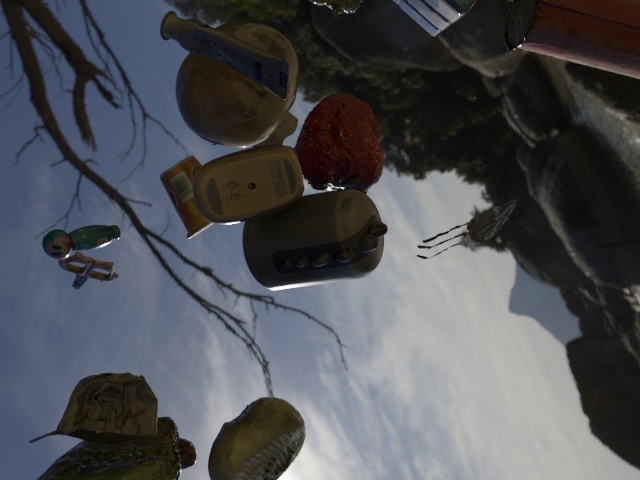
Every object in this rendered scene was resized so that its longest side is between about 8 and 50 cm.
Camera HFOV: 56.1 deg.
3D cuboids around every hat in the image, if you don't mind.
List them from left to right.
[{"bbox_3d":[-0.464,0.343,1.223,0.214,0.244,0.149,24,-115,-49],"label":"hat"}]

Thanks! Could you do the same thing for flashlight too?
[{"bbox_3d":[-0.407,-0.004,1.025,0.129,0.051,0.051,-20,-97,-43],"label":"flashlight"}]

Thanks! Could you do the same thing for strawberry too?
[{"bbox_3d":[0.056,-0.265,1.645,0.257,0.257,0.277,1,-80,-68],"label":"strawberry"}]

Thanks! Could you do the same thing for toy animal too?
[{"bbox_3d":[0.025,-0.585,1.453,0.219,0.069,0.086,-2,-149,-40],"label":"toy animal"}]

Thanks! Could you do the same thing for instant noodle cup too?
[{"bbox_3d":[-0.344,-0.125,1.648,0.185,0.168,0.168,57,-160,-4],"label":"instant noodle cup"}]

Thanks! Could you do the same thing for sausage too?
[{"bbox_3d":[0.315,-0.192,0.580,0.083,0.263,0.083,-168,90,-85],"label":"sausage"}]

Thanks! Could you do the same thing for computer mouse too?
[{"bbox_3d":[-0.149,-0.118,1.255,0.082,0.236,0.145,-151,44,-68],"label":"computer mouse"}]

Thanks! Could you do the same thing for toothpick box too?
[{"bbox_3d":[0.000,0.000,1.335,0.229,0.316,0.229,21,-115,-57],"label":"toothpick box"}]

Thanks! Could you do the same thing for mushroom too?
[{"bbox_3d":[-0.170,-0.337,1.373,0.290,0.297,0.298,39,-149,-60],"label":"mushroom"}]

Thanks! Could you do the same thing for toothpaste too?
[{"bbox_3d":[-0.174,-0.352,1.124,0.061,0.266,0.096,-58,-11,-27],"label":"toothpaste"}]

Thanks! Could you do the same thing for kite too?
[{"bbox_3d":[0.289,-0.012,1.190,0.016,0.229,0.127,59,159,32],"label":"kite"}]

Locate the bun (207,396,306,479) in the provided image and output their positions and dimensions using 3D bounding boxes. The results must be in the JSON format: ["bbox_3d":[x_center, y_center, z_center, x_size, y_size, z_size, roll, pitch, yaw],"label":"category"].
[{"bbox_3d":[-0.162,0.500,1.468,0.168,0.273,0.273,33,-177,31],"label":"bun"}]

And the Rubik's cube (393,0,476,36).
[{"bbox_3d":[0.223,-0.643,1.130,0.346,0.344,0.347,39,-170,-5],"label":"Rubik's cube"}]

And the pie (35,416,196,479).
[{"bbox_3d":[-0.511,0.548,1.416,0.418,0.394,0.181,68,-173,-83],"label":"pie"}]

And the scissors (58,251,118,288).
[{"bbox_3d":[-0.657,0.097,1.670,0.160,0.317,0.024,19,-117,-24],"label":"scissors"}]
